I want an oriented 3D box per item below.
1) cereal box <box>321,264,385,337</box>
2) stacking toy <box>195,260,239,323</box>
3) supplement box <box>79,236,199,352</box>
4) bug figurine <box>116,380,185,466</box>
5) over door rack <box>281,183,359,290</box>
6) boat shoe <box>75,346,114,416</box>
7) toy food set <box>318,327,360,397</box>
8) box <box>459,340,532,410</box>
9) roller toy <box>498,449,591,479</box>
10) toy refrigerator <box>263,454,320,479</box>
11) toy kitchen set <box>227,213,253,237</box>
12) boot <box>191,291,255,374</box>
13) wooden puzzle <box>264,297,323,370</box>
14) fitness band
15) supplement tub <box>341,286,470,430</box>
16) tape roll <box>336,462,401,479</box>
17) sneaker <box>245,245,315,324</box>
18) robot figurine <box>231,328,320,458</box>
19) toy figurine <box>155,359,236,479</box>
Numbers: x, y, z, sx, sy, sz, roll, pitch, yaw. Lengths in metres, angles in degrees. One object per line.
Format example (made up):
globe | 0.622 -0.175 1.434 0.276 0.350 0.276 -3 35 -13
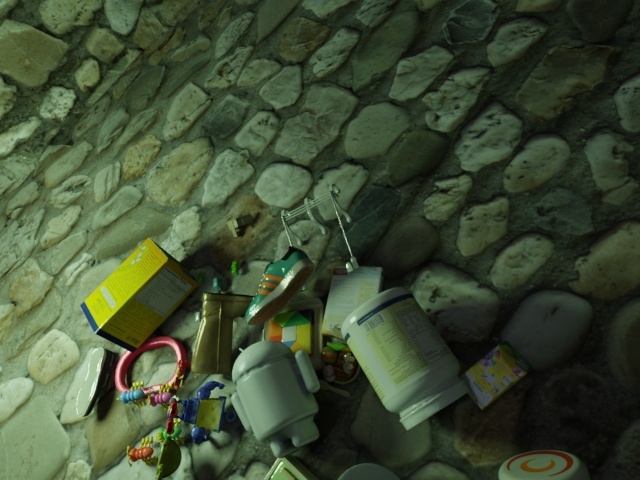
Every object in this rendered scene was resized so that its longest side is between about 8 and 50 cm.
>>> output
cereal box | 0.108 0.200 1.518 0.173 0.047 0.240 2 66 26
stacking toy | -0.378 0.197 1.741 0.166 0.052 0.221 -16 58 14
supplement box | -0.675 0.203 1.754 0.356 0.194 0.195 -47 48 -10
bug figurine | -0.574 0.604 1.568 0.216 0.072 0.279 -19 74 7
over door rack | 0.000 0.000 1.611 0.239 0.108 0.324 -25 65 28
boat shoe | -0.845 0.535 1.759 0.095 0.079 0.255 -12 59 21
toy food set | 0.057 0.376 1.428 0.132 0.038 0.192 13 85 26
box | 0.475 0.366 1.274 0.179 0.043 0.105 -41 56 4
roller toy | 0.512 0.577 1.048 0.191 0.209 0.146 -23 78 50
toy refrigerator | -0.030 0.722 1.289 0.269 0.094 0.102 30 80 33
toy kitchen set | -0.315 -0.057 1.854 0.083 0.075 0.068 -12 98 55
boot | -0.311 0.320 1.606 0.236 0.089 0.270 6 88 -9
wooden puzzle | -0.096 0.318 1.552 0.220 0.044 0.239 -12 61 18
fitness band | -0.622 0.465 1.714 0.290 0.054 0.209 -15 57 16
supplement tub | 0.228 0.318 1.277 0.235 0.235 0.325 -34 66 5
tape roll | 0.123 0.690 1.183 0.219 0.072 0.219 6 49 -7
sneaker | -0.151 0.149 1.553 0.302 0.108 0.121 -46 56 8
robot figurine | -0.138 0.451 1.392 0.300 0.199 0.354 -34 67 14
toy figurine | -0.373 0.574 1.466 0.217 0.191 0.363 12 74 -16
